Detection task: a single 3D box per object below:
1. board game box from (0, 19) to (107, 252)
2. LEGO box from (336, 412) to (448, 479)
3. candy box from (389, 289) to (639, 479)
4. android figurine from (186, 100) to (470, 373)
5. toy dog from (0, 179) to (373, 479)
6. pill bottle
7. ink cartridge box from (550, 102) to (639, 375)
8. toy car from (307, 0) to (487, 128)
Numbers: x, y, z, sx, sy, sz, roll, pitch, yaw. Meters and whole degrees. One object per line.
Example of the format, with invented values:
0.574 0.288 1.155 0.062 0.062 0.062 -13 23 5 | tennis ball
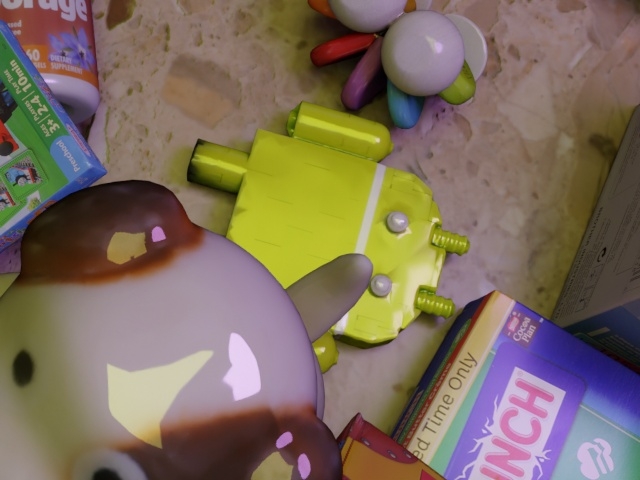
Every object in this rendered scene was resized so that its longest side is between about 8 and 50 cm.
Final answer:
-0.304 -0.057 0.925 0.211 0.039 0.160 -37 80 6 | board game box
0.104 0.435 0.810 0.500 0.193 0.372 38 104 2 | LEGO box
0.209 0.236 0.981 0.317 0.122 0.268 31 75 1 | candy box
0.000 0.000 1.044 0.272 0.056 0.248 17 75 -1 | android figurine
-0.108 0.123 0.741 0.395 0.408 0.285 -21 82 -10 | toy dog
-0.268 -0.216 1.023 0.121 0.121 0.216 -6 78 -9 | pill bottle
0.355 -0.033 0.921 0.151 0.395 0.270 25 75 -1 | ink cartridge box
0.061 -0.183 1.061 0.136 0.159 0.182 -42 85 20 | toy car
